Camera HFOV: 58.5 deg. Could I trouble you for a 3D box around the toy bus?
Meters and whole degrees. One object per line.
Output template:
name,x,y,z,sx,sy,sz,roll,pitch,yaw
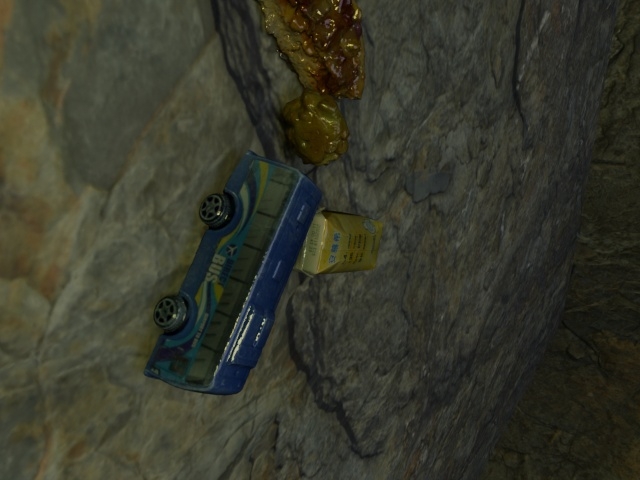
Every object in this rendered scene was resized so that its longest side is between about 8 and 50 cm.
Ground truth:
toy bus,-0.082,0.034,0.552,0.079,0.094,0.236,35,75,-57

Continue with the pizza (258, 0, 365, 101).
pizza,0.001,-0.234,0.590,0.127,0.058,0.246,-55,141,-26

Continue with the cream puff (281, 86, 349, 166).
cream puff,-0.003,-0.125,0.626,0.083,0.083,0.058,41,33,-14

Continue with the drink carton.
drink carton,0.000,0.000,0.683,0.200,0.074,0.084,0,104,-58
